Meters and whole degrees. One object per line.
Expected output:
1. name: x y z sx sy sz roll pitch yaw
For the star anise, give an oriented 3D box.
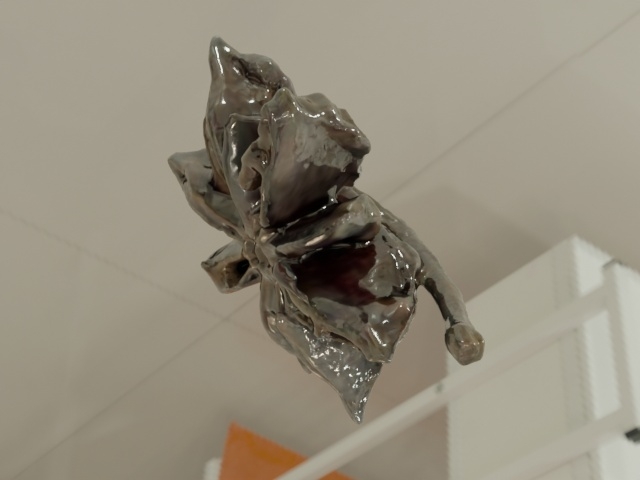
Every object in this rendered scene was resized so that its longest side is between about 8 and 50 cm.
1. star anise: 0.001 0.000 0.636 0.089 0.209 0.231 -36 67 -24
